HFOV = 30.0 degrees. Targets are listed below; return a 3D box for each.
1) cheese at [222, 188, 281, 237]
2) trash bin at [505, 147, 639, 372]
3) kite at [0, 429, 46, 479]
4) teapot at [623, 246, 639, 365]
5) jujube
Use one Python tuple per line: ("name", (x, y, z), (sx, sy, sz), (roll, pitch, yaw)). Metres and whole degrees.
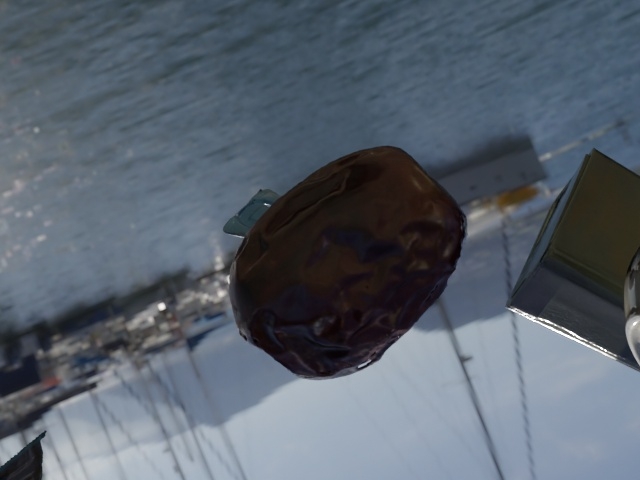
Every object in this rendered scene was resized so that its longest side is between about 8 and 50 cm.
("cheese", (0.000, 0.000, 1.590), (0.135, 0.244, 0.052), (-47, 152, -48))
("trash bin", (0.338, 0.041, 1.224), (0.164, 0.240, 0.122), (-61, 177, -34))
("kite", (-0.319, 0.359, 1.077), (0.014, 0.406, 0.368), (3, 157, 23))
("teapot", (0.346, 0.066, 0.932), (0.166, 0.208, 0.300), (-25, 171, -21))
("jujube", (0.023, 0.023, 1.171), (0.243, 0.183, 0.183), (-45, 175, 5))
